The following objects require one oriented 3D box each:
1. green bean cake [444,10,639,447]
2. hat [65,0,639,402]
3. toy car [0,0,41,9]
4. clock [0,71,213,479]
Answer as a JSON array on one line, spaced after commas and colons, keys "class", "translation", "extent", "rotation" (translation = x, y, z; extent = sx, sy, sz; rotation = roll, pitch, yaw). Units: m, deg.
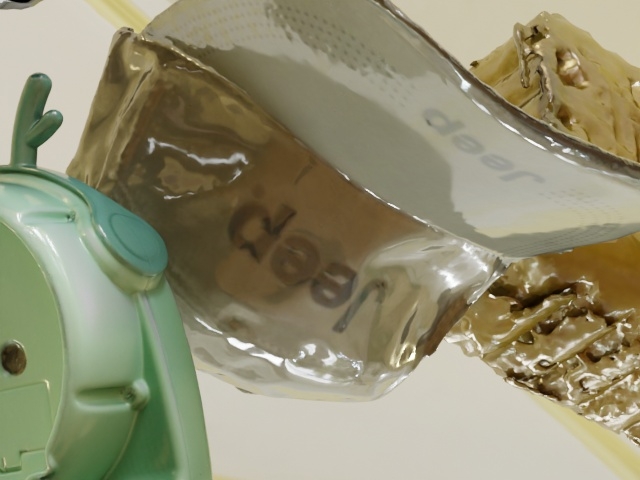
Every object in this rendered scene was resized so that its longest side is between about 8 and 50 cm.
[{"class": "green bean cake", "translation": [0.174, -0.006, 0.861], "extent": [0.224, 0.230, 0.131], "rotation": [30, -46, -22]}, {"class": "hat", "translation": [0.000, 0.000, 0.564], "extent": [0.214, 0.244, 0.149], "rotation": [29, -94, -14]}, {"class": "toy car", "translation": [-0.072, -0.243, 0.622], "extent": [0.358, 0.213, 0.176], "rotation": [-16, -44, -24]}, {"class": "clock", "translation": [-0.132, 0.043, 0.558], "extent": [0.066, 0.159, 0.211], "rotation": [5, -108, -62]}]
